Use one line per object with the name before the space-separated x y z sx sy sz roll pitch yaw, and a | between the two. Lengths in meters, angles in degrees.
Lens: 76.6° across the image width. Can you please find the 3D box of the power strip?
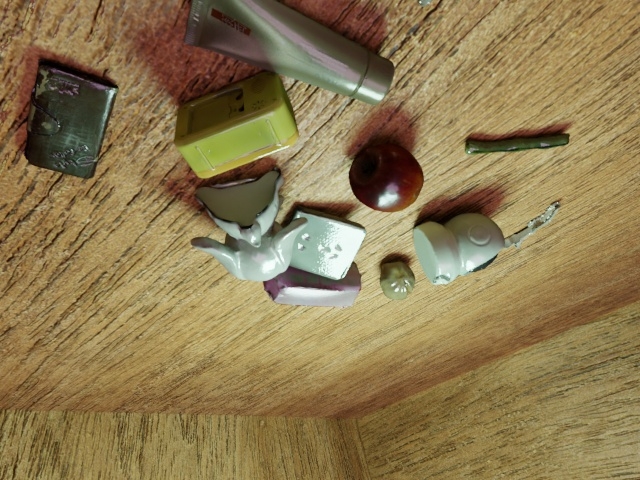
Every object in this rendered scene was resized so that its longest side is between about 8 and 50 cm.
power strip | 0.000 0.000 1.120 0.213 0.064 0.198 17 123 -15

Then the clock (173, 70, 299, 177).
clock | -0.149 -0.208 0.729 0.203 0.143 0.096 -19 137 8

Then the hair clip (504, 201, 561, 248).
hair clip | 0.701 -0.043 1.330 0.072 0.034 0.226 8 138 -33

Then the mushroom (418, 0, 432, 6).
mushroom | 0.179 -0.425 0.643 0.049 0.019 0.101 -6 144 -9

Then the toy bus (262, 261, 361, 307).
toy bus | -0.026 0.118 1.224 0.303 0.147 0.127 5 135 -26

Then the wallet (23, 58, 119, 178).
wallet | -0.454 -0.204 0.730 0.122 0.031 0.232 12 138 -34

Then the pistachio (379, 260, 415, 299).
pistachio | 0.256 0.137 1.369 0.125 0.124 0.184 -12 151 -2

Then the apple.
apple | 0.160 -0.137 0.933 0.158 0.147 0.156 20 112 -39

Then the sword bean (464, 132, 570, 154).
sword bean | 0.477 -0.234 0.990 0.270 0.038 0.043 -6 150 -8

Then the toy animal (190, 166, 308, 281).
toy animal | -0.150 -0.019 0.962 0.249 0.174 0.289 -24 142 16

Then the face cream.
face cream | -0.040 -0.321 0.675 0.342 0.084 0.137 13 147 -22

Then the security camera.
security camera | 0.412 0.013 1.188 0.237 0.194 0.194 -17 145 -4
